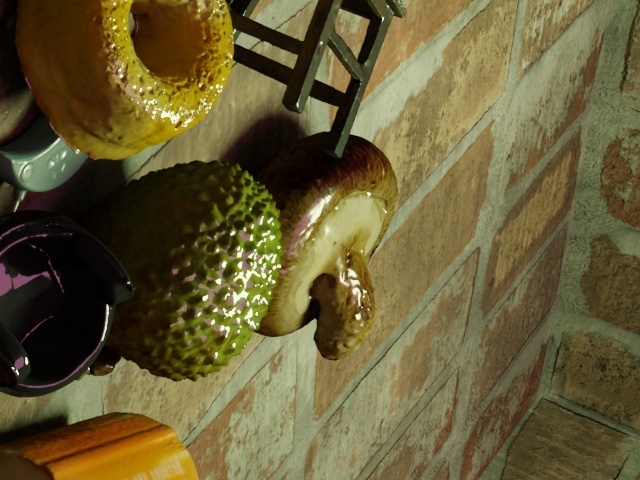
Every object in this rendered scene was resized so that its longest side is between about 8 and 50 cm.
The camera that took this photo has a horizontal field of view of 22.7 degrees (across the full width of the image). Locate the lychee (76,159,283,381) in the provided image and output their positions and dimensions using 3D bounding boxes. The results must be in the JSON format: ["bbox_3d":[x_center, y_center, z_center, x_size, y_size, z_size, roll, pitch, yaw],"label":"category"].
[{"bbox_3d":[-0.187,0.044,1.943,0.320,0.270,0.270,-69,158,-4],"label":"lychee"}]

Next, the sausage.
[{"bbox_3d":[-0.313,0.347,1.990,0.287,0.233,0.233,-5,116,-64],"label":"sausage"}]

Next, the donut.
[{"bbox_3d":[-0.200,-0.227,1.745,0.277,0.108,0.278,11,76,-54],"label":"donut"}]

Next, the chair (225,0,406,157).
[{"bbox_3d":[-0.008,-0.354,1.978,0.416,0.240,0.203,-63,155,-7],"label":"chair"}]

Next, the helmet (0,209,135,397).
[{"bbox_3d":[-0.317,0.067,1.748,0.189,0.193,0.216,-39,135,-24],"label":"helmet"}]

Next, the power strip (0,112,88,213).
[{"bbox_3d":[-0.303,-0.122,1.795,0.216,0.044,0.137,-60,158,-18],"label":"power strip"}]

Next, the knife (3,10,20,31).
[{"bbox_3d":[-0.271,-0.259,1.769,0.247,0.018,0.035,-31,136,-57],"label":"knife"}]

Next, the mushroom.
[{"bbox_3d":[-0.021,-0.011,2.351,0.345,0.239,0.345,9,90,-84],"label":"mushroom"}]
